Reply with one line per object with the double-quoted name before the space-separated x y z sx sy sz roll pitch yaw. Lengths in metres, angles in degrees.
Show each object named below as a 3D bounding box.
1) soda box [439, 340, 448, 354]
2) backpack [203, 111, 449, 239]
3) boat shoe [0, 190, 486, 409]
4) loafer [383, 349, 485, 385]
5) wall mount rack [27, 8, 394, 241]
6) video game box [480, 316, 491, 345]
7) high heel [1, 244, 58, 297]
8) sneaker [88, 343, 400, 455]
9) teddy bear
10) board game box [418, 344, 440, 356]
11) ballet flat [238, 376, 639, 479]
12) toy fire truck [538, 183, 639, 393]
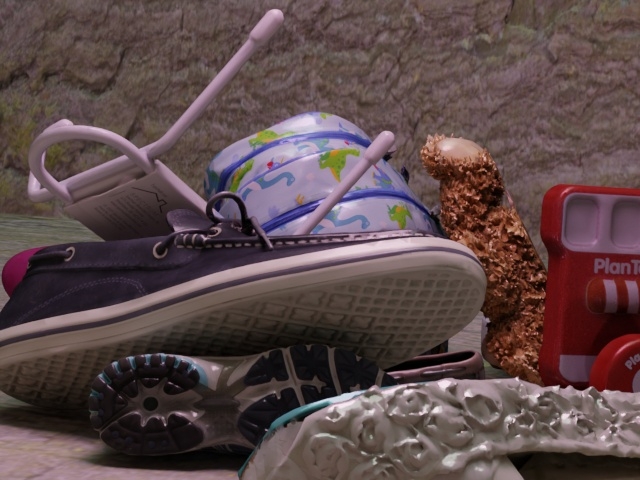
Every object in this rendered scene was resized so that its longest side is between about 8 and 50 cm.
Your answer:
"soda box" 0.127 0.119 1.971 0.063 0.058 0.183 3 5 -7
"backpack" 0.000 0.000 1.722 0.290 0.273 0.355 -19 -2 10
"boat shoe" -0.090 0.044 1.350 0.500 0.156 0.187 -11 -35 25
"loafer" 0.030 0.134 1.426 0.268 0.084 0.096 5 22 -3
"wall mount rack" -0.109 -0.067 1.448 0.304 0.130 0.350 -20 -41 27
"video game box" 0.320 0.139 1.931 0.187 0.048 0.205 5 4 -3
"high heel" -0.312 0.066 1.810 0.377 0.127 0.181 11 -2 37
"sneaker" -0.055 0.141 1.280 0.283 0.110 0.122 6 -4 1
"teddy bear" 0.202 0.024 1.727 0.113 0.338 0.245 -25 12 11
"board game box" 0.121 0.108 1.659 0.026 0.126 0.186 12 6 10
"ballet flat" 0.151 0.169 0.981 0.409 0.147 0.147 0 6 -28
"toy fire truck" 0.378 0.067 1.567 0.302 0.253 0.169 2 5 -15
